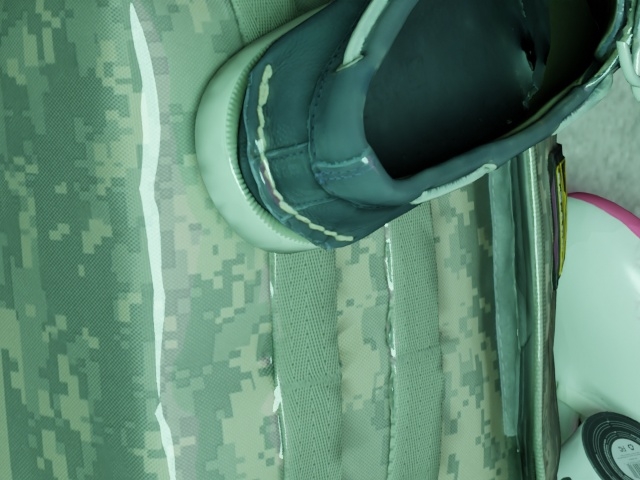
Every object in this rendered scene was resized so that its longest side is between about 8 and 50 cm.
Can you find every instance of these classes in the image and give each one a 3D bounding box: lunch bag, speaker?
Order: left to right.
[{"bbox_3d":[0.000,0.000,0.748,0.287,0.169,0.235,-11,101,-45],"label":"lunch bag"},{"bbox_3d":[0.100,0.138,0.885,0.055,0.055,0.136,2,138,-40],"label":"speaker"}]

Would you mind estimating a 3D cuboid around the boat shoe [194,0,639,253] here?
[{"bbox_3d":[0.068,-0.081,0.642,0.254,0.079,0.095,-33,106,-37],"label":"boat shoe"}]

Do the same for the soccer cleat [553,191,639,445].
[{"bbox_3d":[0.157,0.135,0.938,0.143,0.116,0.331,-40,121,-20],"label":"soccer cleat"}]
